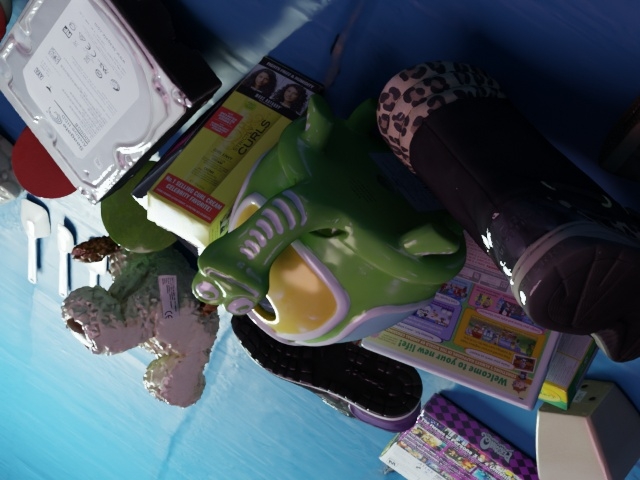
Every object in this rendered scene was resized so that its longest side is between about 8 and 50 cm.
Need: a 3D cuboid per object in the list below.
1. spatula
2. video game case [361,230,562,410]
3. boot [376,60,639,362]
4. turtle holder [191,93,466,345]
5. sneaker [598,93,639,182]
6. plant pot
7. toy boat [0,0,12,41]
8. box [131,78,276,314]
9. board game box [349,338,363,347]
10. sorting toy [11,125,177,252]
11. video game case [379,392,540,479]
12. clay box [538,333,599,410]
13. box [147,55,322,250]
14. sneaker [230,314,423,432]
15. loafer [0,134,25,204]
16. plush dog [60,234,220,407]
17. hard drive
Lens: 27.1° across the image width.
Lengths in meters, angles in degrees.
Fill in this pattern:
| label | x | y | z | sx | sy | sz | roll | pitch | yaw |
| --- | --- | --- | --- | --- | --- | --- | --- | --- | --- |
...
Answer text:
| label | x | y | z | sx | sy | sz | roll | pitch | yaw |
| --- | --- | --- | --- | --- | --- | --- | --- | --- | --- |
| spatula | -0.422 | 0.033 | 2.176 | 0.168 | 0.019 | 0.242 | 27 | 148 | 5 |
| video game case | 0.173 | 0.063 | 1.478 | 0.212 | 0.193 | 0.023 | 19 | 173 | 26 |
| boot | 0.226 | -0.027 | 1.319 | 0.377 | 0.138 | 0.284 | 13 | -148 | -54 |
| turtle holder | 0.016 | 0.009 | 1.385 | 0.243 | 0.320 | 0.227 | 38 | 115 | -10 |
| sneaker | 0.328 | -0.111 | 1.225 | 0.071 | 0.066 | 0.188 | 22 | 154 | -7 |
| plant pot | 0.324 | 0.229 | 1.619 | 0.109 | 0.109 | 0.096 | 3 | 122 | 43 |
| toy boat | -0.520 | -0.311 | 1.695 | 0.231 | 0.151 | 0.151 | 42 | 148 | -8 |
| box | -0.068 | -0.034 | 1.618 | 0.270 | 0.143 | 0.165 | 44 | 147 | -10 |
| board game box | -0.013 | 0.129 | 1.868 | 0.147 | 0.045 | 0.193 | 42 | 148 | -9 |
| sorting toy | -0.250 | -0.050 | 1.848 | 0.365 | 0.127 | 0.126 | 28 | 177 | 9 |
| video game case | 0.216 | 0.334 | 1.911 | 0.232 | 0.042 | 0.210 | 35 | 148 | 4 |
| clay box | 0.208 | 0.092 | 1.524 | 0.222 | 0.127 | 0.053 | 22 | 153 | 25 |
| box | -0.093 | -0.098 | 1.474 | 0.087 | 0.232 | 0.058 | 30 | 150 | 13 |
| sneaker | 0.002 | 0.178 | 1.779 | 0.283 | 0.107 | 0.124 | 30 | 157 | 17 |
| loafer | -0.566 | -0.173 | 1.958 | 0.111 | 0.112 | 0.319 | -15 | 123 | 42 |
| plush dog | -0.231 | 0.074 | 1.881 | 0.262 | 0.210 | 0.225 | 42 | -172 | -39 |
| hard drive | -0.277 | -0.201 | 1.634 | 0.237 | 0.064 | 0.339 | 53 | 146 | -3 |
